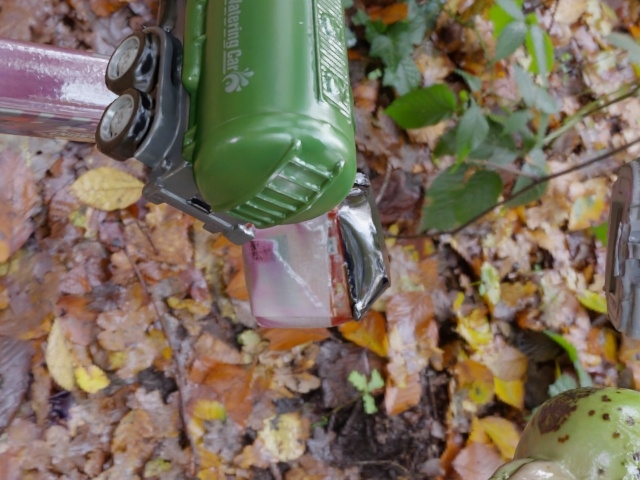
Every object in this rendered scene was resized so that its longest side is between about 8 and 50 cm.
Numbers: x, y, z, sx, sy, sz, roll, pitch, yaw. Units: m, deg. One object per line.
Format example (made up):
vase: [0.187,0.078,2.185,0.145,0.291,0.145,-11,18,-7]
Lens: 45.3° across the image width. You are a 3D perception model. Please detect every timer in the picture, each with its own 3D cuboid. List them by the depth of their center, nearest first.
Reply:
timer: [0.370,0.005,0.890,0.191,0.069,0.208,-15,110,-74]

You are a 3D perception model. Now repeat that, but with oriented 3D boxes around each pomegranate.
pomegranate: [0.279,0.271,0.852,0.277,0.204,0.221,1,98,-7]

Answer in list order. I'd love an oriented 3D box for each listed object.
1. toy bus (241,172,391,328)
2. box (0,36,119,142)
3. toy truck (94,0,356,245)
toy bus: [0.000,0.000,0.862,0.302,0.147,0.127,-78,159,-79]
box: [-0.220,-0.125,0.671,0.224,0.120,0.068,0,88,-39]
toy truck: [-0.043,-0.114,0.431,0.101,0.125,0.242,29,46,-42]
